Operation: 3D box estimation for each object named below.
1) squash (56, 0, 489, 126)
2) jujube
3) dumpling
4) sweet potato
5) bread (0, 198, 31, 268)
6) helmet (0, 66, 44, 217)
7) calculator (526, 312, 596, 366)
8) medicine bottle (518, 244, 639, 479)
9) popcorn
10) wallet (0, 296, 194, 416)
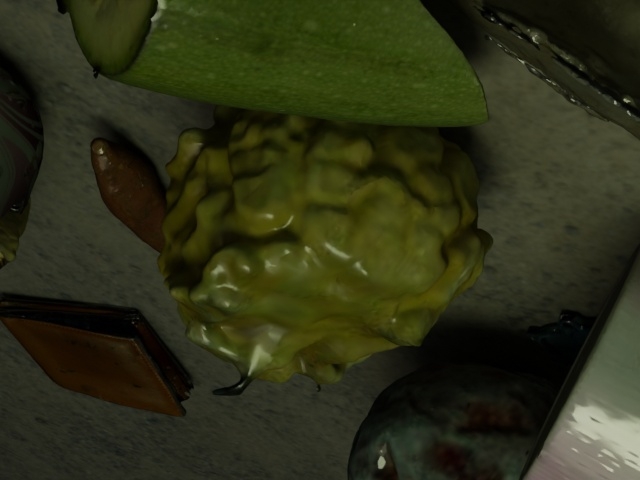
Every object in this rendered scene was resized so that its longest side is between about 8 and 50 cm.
[{"bbox_3d":[-0.013,-0.170,0.927,0.260,0.189,0.189,2,162,-28],"label":"squash"},{"bbox_3d":[0.145,0.215,1.332,0.246,0.215,0.308,43,172,1],"label":"jujube"},{"bbox_3d":[0.164,-0.123,0.889,0.332,0.086,0.166,29,-176,-14],"label":"dumpling"},{"bbox_3d":[-0.151,-0.031,1.307,0.055,0.058,0.202,-33,139,5],"label":"sweet potato"},{"bbox_3d":[-0.385,-0.028,1.305,0.240,0.135,0.178,31,-166,-15],"label":"bread"},{"bbox_3d":[-0.288,-0.099,1.219,0.153,0.107,0.177,30,-172,-5],"label":"helmet"},{"bbox_3d":[0.243,0.089,1.275,0.141,0.019,0.094,-5,142,43],"label":"calculator"},{"bbox_3d":[0.333,0.162,1.094,0.325,0.256,0.256,28,153,9],"label":"medicine bottle"},{"bbox_3d":[-0.005,0.003,1.084,0.249,0.225,0.249,12,147,8],"label":"popcorn"},{"bbox_3d":[-0.246,0.121,1.653,0.195,0.042,0.161,7,144,29],"label":"wallet"}]
